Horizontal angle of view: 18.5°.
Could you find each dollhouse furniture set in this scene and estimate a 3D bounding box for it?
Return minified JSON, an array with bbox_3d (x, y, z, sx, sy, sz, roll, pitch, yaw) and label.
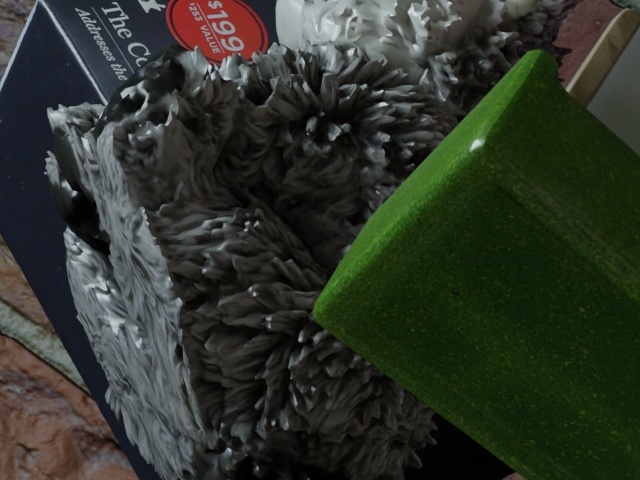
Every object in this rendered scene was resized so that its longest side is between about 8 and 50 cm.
[{"bbox_3d":[0.163,-0.062,0.486,0.197,0.151,0.301,-53,4,-40],"label":"dollhouse furniture set"}]

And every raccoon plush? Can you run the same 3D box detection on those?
[{"bbox_3d":[0.057,0.049,0.998,0.299,0.446,0.216,-18,-8,-20],"label":"raccoon plush"}]

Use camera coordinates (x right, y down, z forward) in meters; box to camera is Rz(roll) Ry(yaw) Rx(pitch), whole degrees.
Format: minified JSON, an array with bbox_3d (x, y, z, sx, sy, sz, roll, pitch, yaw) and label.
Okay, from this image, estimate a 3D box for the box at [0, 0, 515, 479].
[{"bbox_3d":[0.000,0.000,1.259,0.312,0.343,0.179,-15,-28,-38],"label":"box"}]
